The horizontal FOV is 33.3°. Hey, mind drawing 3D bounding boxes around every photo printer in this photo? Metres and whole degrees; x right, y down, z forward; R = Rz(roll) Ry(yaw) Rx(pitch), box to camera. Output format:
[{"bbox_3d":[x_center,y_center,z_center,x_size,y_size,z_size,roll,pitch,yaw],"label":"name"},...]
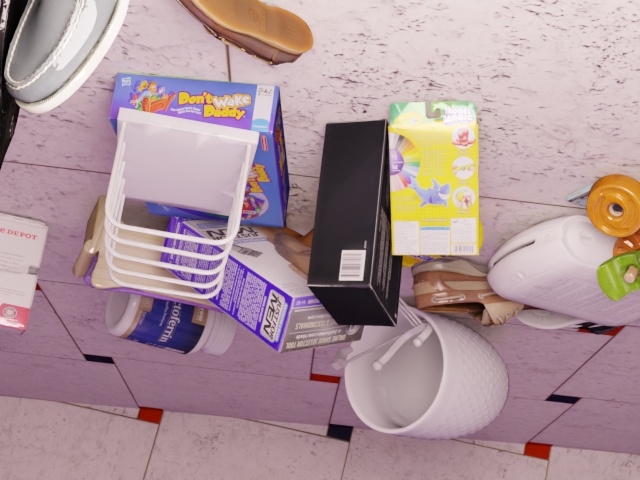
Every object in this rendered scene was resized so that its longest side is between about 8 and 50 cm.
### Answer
[{"bbox_3d":[0.466,0.054,1.891,0.307,0.107,0.256,15,157,-19],"label":"photo printer"}]

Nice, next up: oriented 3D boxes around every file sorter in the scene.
[{"bbox_3d":[-0.211,-0.040,1.549,0.193,0.173,0.278,10,159,-7],"label":"file sorter"}]

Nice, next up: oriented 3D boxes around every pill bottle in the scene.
[{"bbox_3d":[-0.326,0.165,2.356,0.264,0.153,0.153,19,156,-30],"label":"pill bottle"}]

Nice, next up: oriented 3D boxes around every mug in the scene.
[{"bbox_3d":[0.231,0.290,2.412,0.328,0.276,0.374,19,-173,-45],"label":"mug"}]

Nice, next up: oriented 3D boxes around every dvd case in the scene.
[{"bbox_3d":[0.469,-0.065,1.716,0.119,0.013,0.087,18,156,-24],"label":"dvd case"}]

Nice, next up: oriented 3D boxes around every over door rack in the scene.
[{"bbox_3d":[0.040,0.149,2.123,0.239,0.108,0.324,49,145,-10],"label":"over door rack"}]

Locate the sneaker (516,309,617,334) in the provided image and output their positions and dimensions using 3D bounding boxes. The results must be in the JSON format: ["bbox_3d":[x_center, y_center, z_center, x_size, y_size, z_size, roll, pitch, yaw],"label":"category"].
[{"bbox_3d":[0.515,0.159,2.184,0.217,0.079,0.121,-5,155,24],"label":"sneaker"}]

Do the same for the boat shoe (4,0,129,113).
[{"bbox_3d":[-0.227,-0.275,0.985,0.116,0.319,0.099,20,173,38],"label":"boat shoe"}]

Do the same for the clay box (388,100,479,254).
[{"bbox_3d":[0.164,-0.091,1.535,0.127,0.222,0.053,0,-166,8],"label":"clay box"}]

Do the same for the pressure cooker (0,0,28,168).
[{"bbox_3d":[-0.502,-0.253,1.039,0.420,0.370,0.375,7,156,-12],"label":"pressure cooker"}]

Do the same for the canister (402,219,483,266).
[{"bbox_3d":[0.182,-0.011,1.860,0.170,0.073,0.126,-14,151,39],"label":"canister"}]

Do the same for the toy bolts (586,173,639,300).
[{"bbox_3d":[0.544,-0.033,1.658,0.228,0.158,0.218,-11,109,40],"label":"toy bolts"}]

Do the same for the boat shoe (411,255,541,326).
[{"bbox_3d":[0.331,0.113,2.070,0.324,0.116,0.123,8,159,-2],"label":"boat shoe"}]

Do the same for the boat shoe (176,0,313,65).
[{"bbox_3d":[-0.104,-0.264,1.292,0.073,0.073,0.207,-17,149,42],"label":"boat shoe"}]

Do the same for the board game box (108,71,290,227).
[{"bbox_3d":[-0.173,-0.130,1.652,0.233,0.078,0.347,6,159,3],"label":"board game box"}]

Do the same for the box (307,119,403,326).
[{"bbox_3d":[0.062,-0.022,1.604,0.103,0.261,0.184,-1,157,19],"label":"box"}]

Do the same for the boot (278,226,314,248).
[{"bbox_3d":[0.000,0.000,1.874,0.109,0.283,0.220,-25,143,-31],"label":"boot"}]

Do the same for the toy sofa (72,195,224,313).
[{"bbox_3d":[-0.277,0.057,2.030,0.362,0.177,0.150,13,158,-18],"label":"toy sofa"}]

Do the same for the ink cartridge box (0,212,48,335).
[{"bbox_3d":[-0.634,0.062,2.090,0.158,0.218,0.092,14,163,-17],"label":"ink cartridge box"}]

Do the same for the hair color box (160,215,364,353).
[{"bbox_3d":[-0.095,0.058,1.788,0.185,0.110,0.339,-4,-152,-44],"label":"hair color box"}]
